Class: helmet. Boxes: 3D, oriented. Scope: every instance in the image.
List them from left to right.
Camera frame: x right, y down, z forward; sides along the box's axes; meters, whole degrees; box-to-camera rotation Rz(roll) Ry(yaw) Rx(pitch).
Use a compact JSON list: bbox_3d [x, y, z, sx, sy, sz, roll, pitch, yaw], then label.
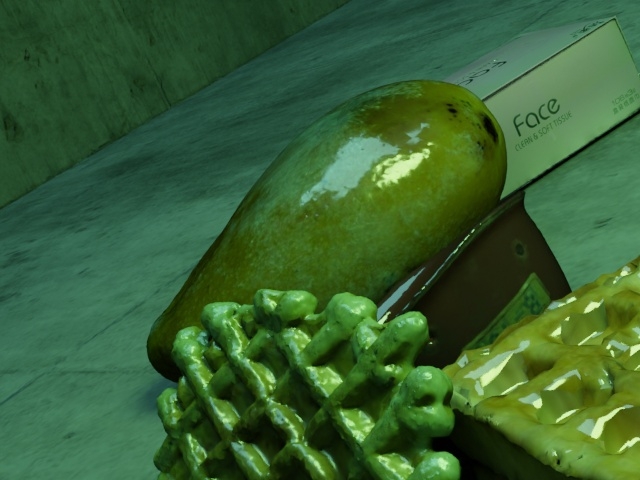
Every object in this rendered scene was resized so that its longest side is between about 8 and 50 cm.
[{"bbox_3d":[0.071,0.066,0.671,0.175,0.106,0.155,-37,-5,-29],"label":"helmet"}]

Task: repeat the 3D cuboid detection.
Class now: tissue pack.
[{"bbox_3d":[0.149,-0.104,1.145,0.246,0.092,0.148,-33,16,-24],"label":"tissue pack"}]

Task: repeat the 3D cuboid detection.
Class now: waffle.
[{"bbox_3d":[-0.012,0.106,0.595,0.183,0.169,0.036,-8,-9,37],"label":"waffle"},{"bbox_3d":[0.226,0.043,0.548,0.308,0.091,0.213,-30,17,-14],"label":"waffle"}]

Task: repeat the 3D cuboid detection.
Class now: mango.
[{"bbox_3d":[0.000,0.000,0.946,0.316,0.146,0.193,-35,12,1],"label":"mango"}]
